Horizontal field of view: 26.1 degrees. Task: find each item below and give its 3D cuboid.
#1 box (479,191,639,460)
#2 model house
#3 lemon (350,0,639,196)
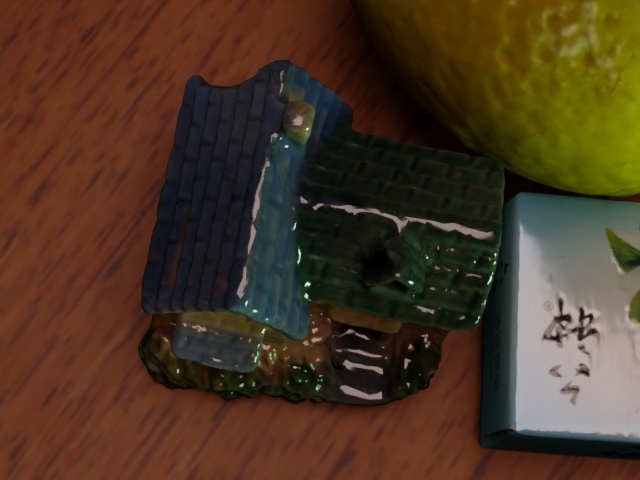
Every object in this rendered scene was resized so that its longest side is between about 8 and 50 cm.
[{"bbox_3d":[0.216,0.058,0.825,0.232,0.083,0.142,6,75,-7],"label":"box"},{"bbox_3d":[0.000,0.000,0.766,0.183,0.172,0.166,11,72,-5],"label":"model house"},{"bbox_3d":[0.145,-0.161,0.789,0.260,0.260,0.284,-19,59,-12],"label":"lemon"}]
